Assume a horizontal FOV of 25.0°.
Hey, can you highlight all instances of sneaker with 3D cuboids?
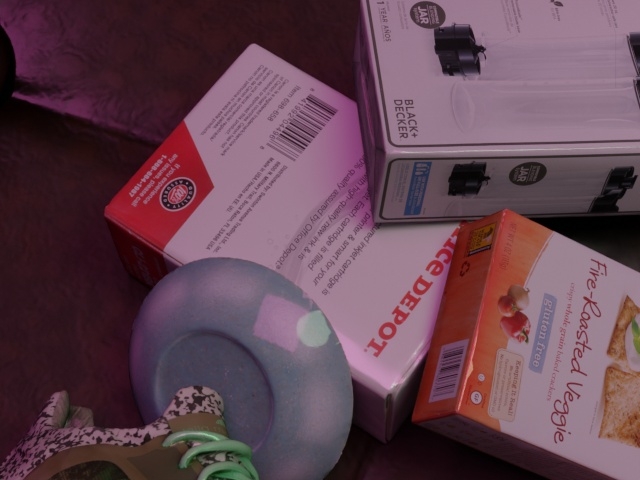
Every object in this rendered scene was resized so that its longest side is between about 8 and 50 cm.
[{"bbox_3d":[-0.093,0.177,0.971,0.410,0.158,0.182,5,63,35],"label":"sneaker"}]

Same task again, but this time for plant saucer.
[{"bbox_3d":[-0.070,0.110,1.070,0.195,0.037,0.194,6,105,26],"label":"plant saucer"}]

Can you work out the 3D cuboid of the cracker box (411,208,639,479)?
[{"bbox_3d":[0.194,0.095,1.049,0.232,0.067,0.155,24,68,-21],"label":"cracker box"}]

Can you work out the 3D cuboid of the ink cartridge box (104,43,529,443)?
[{"bbox_3d":[0.000,0.000,1.149,0.273,0.114,0.197,32,68,18],"label":"ink cartridge box"}]

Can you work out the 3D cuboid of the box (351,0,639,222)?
[{"bbox_3d":[0.177,-0.105,1.099,0.290,0.087,0.169,-3,55,-7],"label":"box"}]
